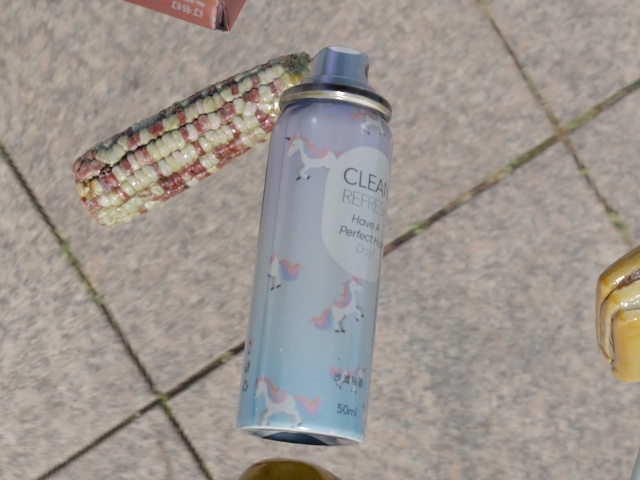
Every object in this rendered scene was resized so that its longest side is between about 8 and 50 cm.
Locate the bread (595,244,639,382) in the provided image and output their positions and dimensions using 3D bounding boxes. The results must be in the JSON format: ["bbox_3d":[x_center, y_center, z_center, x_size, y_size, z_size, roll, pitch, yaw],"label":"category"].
[{"bbox_3d":[0.318,0.062,1.212,0.116,0.200,0.077,-25,62,-1],"label":"bread"}]

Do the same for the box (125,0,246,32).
[{"bbox_3d":[-0.182,-0.295,1.323,0.229,0.050,0.123,18,47,2],"label":"box"}]

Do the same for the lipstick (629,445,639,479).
[{"bbox_3d":[0.186,0.046,0.602,0.068,0.061,0.274,8,117,0],"label":"lipstick"}]

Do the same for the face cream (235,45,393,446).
[{"bbox_3d":[0.000,0.000,0.743,0.075,0.075,0.229,10,76,-18],"label":"face cream"}]

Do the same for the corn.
[{"bbox_3d":[-0.104,-0.091,1.109,0.237,0.079,0.079,-28,92,11],"label":"corn"}]

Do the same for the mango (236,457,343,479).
[{"bbox_3d":[-0.003,0.166,0.721,0.114,0.057,0.079,34,34,29],"label":"mango"}]
